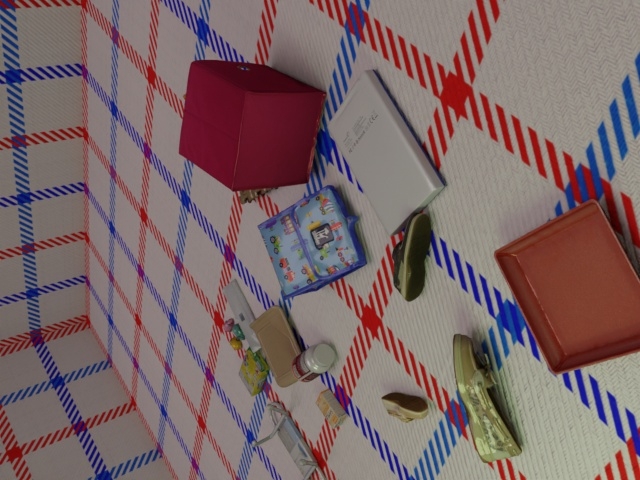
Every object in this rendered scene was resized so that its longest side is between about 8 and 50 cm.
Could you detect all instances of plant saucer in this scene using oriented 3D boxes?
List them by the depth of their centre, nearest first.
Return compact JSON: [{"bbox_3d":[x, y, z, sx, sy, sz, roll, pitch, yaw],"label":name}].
[{"bbox_3d":[0.460,0.087,1.195,0.258,0.047,0.259,-39,71,54],"label":"plant saucer"}]

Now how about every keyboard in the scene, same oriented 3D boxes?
[{"bbox_3d":[-0.263,0.258,2.314,0.072,0.014,0.256,-40,69,31],"label":"keyboard"}]

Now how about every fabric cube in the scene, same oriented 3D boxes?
[{"bbox_3d":[-0.179,-0.299,1.725,0.258,0.254,0.259,35,122,41],"label":"fabric cube"}]

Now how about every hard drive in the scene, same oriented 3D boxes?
[{"bbox_3d":[0.140,-0.196,1.535,0.319,0.040,0.210,62,145,17],"label":"hard drive"}]

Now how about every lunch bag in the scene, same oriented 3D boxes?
[{"bbox_3d":[0.000,0.000,1.774,0.293,0.138,0.221,-30,78,43],"label":"lunch bag"}]

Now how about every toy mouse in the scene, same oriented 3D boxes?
[{"bbox_3d":[-0.315,0.324,2.422,0.161,0.031,0.143,34,130,44],"label":"toy mouse"}]

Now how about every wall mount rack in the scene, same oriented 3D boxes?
[{"bbox_3d":[-0.106,0.672,2.187,0.350,0.130,0.304,53,141,26],"label":"wall mount rack"}]

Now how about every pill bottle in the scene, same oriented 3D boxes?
[{"bbox_3d":[-0.020,0.355,1.964,0.152,0.086,0.086,-45,67,53],"label":"pill bottle"}]

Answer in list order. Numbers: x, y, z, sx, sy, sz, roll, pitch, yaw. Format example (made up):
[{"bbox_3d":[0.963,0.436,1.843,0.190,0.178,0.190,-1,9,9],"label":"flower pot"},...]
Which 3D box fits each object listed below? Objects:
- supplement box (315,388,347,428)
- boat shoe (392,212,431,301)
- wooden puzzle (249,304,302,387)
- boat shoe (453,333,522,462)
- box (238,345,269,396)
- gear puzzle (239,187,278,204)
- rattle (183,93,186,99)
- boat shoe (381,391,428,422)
[{"bbox_3d":[0.031,0.499,1.997,0.098,0.036,0.062,51,141,29],"label":"supplement box"},{"bbox_3d":[0.196,0.033,1.520,0.073,0.080,0.224,30,132,39],"label":"boat shoe"},{"bbox_3d":[-0.124,0.340,2.154,0.239,0.044,0.221,61,144,10],"label":"wooden puzzle"},{"bbox_3d":[0.349,0.329,1.431,0.089,0.104,0.286,-15,98,19],"label":"boat shoe"},{"bbox_3d":[-0.232,0.452,2.351,0.105,0.043,0.179,53,143,29],"label":"box"},{"bbox_3d":[-0.161,-0.226,1.960,0.338,0.044,0.176,-20,86,53],"label":"gear puzzle"},{"bbox_3d":[-0.330,-0.349,2.063,0.130,0.142,0.200,12,108,33],"label":"rattle"},{"bbox_3d":[0.217,0.425,1.683,0.170,0.062,0.059,-1,106,65],"label":"boat shoe"}]
